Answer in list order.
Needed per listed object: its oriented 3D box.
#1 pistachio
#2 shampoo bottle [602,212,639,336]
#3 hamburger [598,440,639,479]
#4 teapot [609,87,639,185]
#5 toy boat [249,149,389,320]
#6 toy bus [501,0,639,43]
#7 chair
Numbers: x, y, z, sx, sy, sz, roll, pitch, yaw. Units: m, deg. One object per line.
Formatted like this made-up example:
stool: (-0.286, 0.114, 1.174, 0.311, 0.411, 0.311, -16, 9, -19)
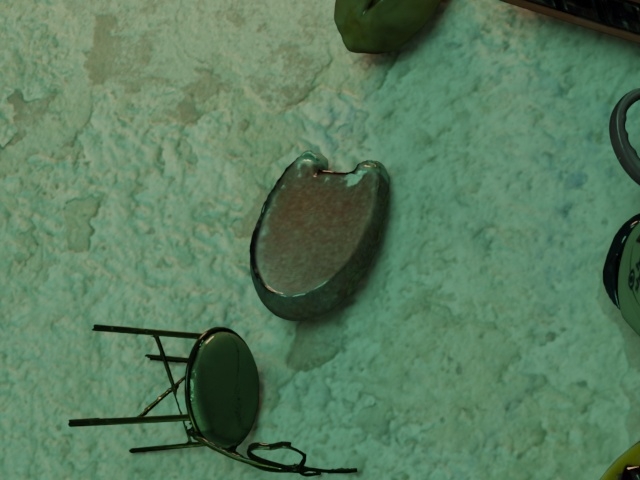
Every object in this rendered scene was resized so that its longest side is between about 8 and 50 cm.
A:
pistachio: (0.091, -0.312, 2.217, 0.124, 0.124, 0.185, 31, 68, 35)
shampoo bottle: (0.374, 0.057, 1.785, 0.359, 0.078, 0.134, -140, 71, -76)
hamburger: (0.387, 0.318, 1.726, 0.276, 0.179, 0.294, -2, 64, 24)
teapot: (0.402, -0.113, 1.942, 0.116, 0.148, 0.146, -13, 74, 49)
toy boat: (0.000, 0.000, 2.150, 0.155, 0.085, 0.227, 10, 61, 22)
toy bus: (0.358, -0.349, 2.007, 0.427, 0.233, 0.203, 23, 62, 33)
chair: (-0.117, 0.186, 2.072, 0.326, 0.160, 0.170, -2, 68, 32)
